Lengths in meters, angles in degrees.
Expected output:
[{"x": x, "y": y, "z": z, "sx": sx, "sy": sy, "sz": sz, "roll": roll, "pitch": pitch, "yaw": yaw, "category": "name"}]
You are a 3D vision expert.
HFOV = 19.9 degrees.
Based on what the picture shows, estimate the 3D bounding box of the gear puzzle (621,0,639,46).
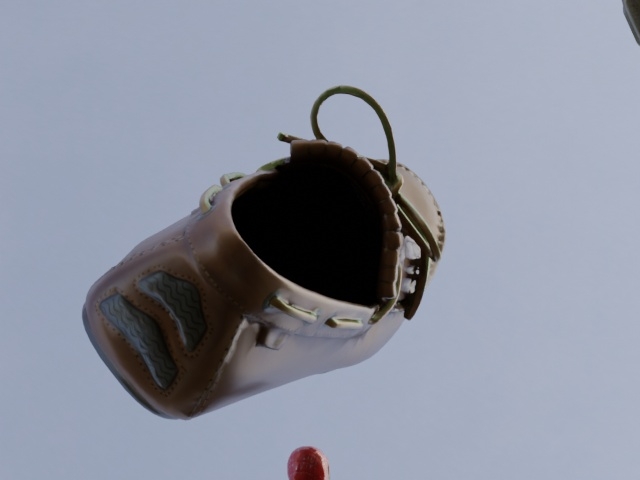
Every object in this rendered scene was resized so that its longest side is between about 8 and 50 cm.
[{"x": 0.126, "y": -0.213, "z": 0.767, "sx": 0.044, "sy": 0.339, "sz": 0.175, "roll": -20, "pitch": -65, "yaw": 19, "category": "gear puzzle"}]

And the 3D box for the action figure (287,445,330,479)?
[{"x": 0.012, "y": 0.269, "z": 1.151, "sx": 0.091, "sy": 0.139, "sz": 0.280, "roll": -6, "pitch": -94, "yaw": 19, "category": "action figure"}]

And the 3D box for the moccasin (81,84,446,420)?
[{"x": -0.002, "y": -0.003, "z": 1.112, "sx": 0.147, "sy": 0.380, "sz": 0.139, "roll": -42, "pitch": -104, "yaw": 22, "category": "moccasin"}]
